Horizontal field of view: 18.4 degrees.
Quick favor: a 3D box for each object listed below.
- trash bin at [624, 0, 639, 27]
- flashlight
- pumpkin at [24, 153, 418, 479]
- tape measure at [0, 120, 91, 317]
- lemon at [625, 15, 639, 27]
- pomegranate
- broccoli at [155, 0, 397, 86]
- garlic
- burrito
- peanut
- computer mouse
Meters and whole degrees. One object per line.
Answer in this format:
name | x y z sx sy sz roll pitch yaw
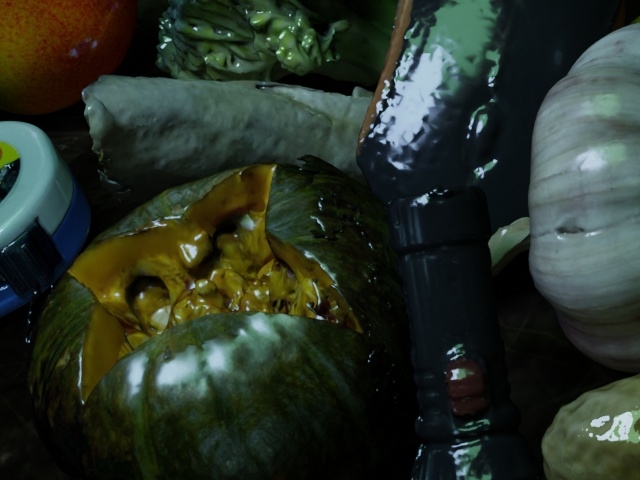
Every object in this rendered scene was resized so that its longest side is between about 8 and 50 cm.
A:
trash bin | 0.178 -0.291 1.790 0.290 0.182 0.209 22 53 38
flashlight | 0.095 0.077 1.353 0.093 0.232 0.093 -8 0 0
pumpkin | -0.067 0.083 1.466 0.320 0.192 0.320 -16 36 12
tape measure | -0.343 -0.044 1.858 0.215 0.098 0.351 -29 40 -1
lemon | 0.283 -0.132 1.589 0.109 0.109 0.133 -12 43 18
pomegranate | -0.309 -0.224 1.974 0.257 0.221 0.221 -44 39 -10
broccoli | -0.023 -0.205 1.755 0.248 0.245 0.288 -48 5 25
garlic | 0.194 -0.009 1.403 0.253 0.245 0.245 -18 35 34
burrito | -0.058 -0.083 1.618 0.348 0.107 0.175 -3 -10 -28
peanut | 0.255 0.132 1.296 0.226 0.095 0.108 -4 49 25
computer mouse | 0.138 -0.140 1.545 0.183 0.116 0.323 13 65 4
